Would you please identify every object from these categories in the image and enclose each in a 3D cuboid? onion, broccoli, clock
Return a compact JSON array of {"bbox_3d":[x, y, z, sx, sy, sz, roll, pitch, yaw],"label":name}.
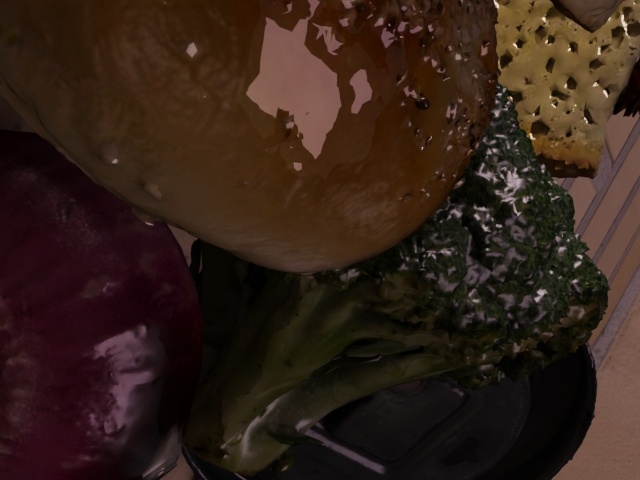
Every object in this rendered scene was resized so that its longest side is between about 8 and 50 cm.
[{"bbox_3d":[-0.147,0.057,0.779,0.207,0.201,0.200,-65,161,-7],"label":"onion"},{"bbox_3d":[0.000,0.000,0.903,0.283,0.304,0.321,-54,154,4],"label":"broccoli"},{"bbox_3d":[0.047,0.109,1.166,0.066,0.319,0.318,-93,-168,-50],"label":"clock"}]

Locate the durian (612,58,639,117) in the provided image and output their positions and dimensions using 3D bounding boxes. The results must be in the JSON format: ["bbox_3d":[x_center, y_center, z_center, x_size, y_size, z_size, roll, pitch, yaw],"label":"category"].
[{"bbox_3d":[0.347,-0.259,1.335,0.348,0.384,0.347,-7,108,-21],"label":"durian"}]

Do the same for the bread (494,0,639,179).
[{"bbox_3d":[0.153,-0.119,1.170,0.315,0.279,0.248,34,78,-59],"label":"bread"}]

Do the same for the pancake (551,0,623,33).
[{"bbox_3d":[0.057,-0.262,0.676,0.082,0.386,0.387,-21,173,21],"label":"pancake"}]

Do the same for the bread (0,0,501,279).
[{"bbox_3d":[-0.036,-0.129,0.632,0.159,0.305,0.305,-36,168,18],"label":"bread"}]

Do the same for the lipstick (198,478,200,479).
[{"bbox_3d":[-0.038,0.126,1.283,0.077,0.079,0.252,-33,147,-49],"label":"lipstick"}]
